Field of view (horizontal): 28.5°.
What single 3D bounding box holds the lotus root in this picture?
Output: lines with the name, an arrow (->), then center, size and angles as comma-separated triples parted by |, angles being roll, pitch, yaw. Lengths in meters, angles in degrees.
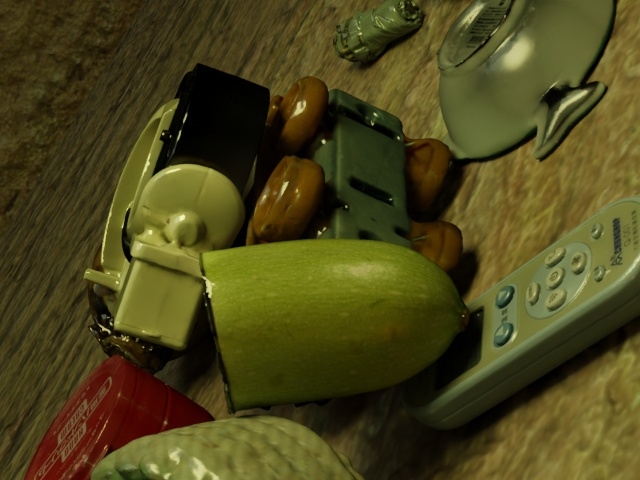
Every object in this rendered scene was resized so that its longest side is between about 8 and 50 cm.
lotus root -> -0.174, 0.028, 1.460 | 0.141, 0.169, 0.314 | 4, 49, 30

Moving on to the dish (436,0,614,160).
dish -> 0.167, -0.167, 1.118 | 0.224, 0.078, 0.246 | -48, 21, 16

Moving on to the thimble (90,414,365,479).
thimble -> -0.055, 0.224, 0.832 | 0.219, 0.150, 0.219 | 4, 95, 45

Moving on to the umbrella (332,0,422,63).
umbrella -> 0.063, -0.254, 1.519 | 0.067, 0.062, 0.143 | -35, 7, -36

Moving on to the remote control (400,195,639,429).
remote control -> 0.147, 0.056, 0.863 | 0.244, 0.047, 0.087 | -39, 29, 36

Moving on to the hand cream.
hand cream -> -0.205, 0.226, 1.281 | 0.193, 0.125, 0.193 | -46, 23, 26

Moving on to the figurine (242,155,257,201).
figurine -> -0.065, -0.056, 1.430 | 0.132, 0.132, 0.153 | -28, 43, 52

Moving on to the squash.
squash -> 0.011, 0.053, 0.885 | 0.187, 0.123, 0.123 | -7, 30, 2

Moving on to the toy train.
toy train -> 0.000, 0.000, 1.128 | 0.231, 0.163, 0.369 | -59, 16, 30

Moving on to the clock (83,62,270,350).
clock -> -0.140, -0.038, 1.219 | 0.379, 0.120, 0.276 | -162, 92, -81
